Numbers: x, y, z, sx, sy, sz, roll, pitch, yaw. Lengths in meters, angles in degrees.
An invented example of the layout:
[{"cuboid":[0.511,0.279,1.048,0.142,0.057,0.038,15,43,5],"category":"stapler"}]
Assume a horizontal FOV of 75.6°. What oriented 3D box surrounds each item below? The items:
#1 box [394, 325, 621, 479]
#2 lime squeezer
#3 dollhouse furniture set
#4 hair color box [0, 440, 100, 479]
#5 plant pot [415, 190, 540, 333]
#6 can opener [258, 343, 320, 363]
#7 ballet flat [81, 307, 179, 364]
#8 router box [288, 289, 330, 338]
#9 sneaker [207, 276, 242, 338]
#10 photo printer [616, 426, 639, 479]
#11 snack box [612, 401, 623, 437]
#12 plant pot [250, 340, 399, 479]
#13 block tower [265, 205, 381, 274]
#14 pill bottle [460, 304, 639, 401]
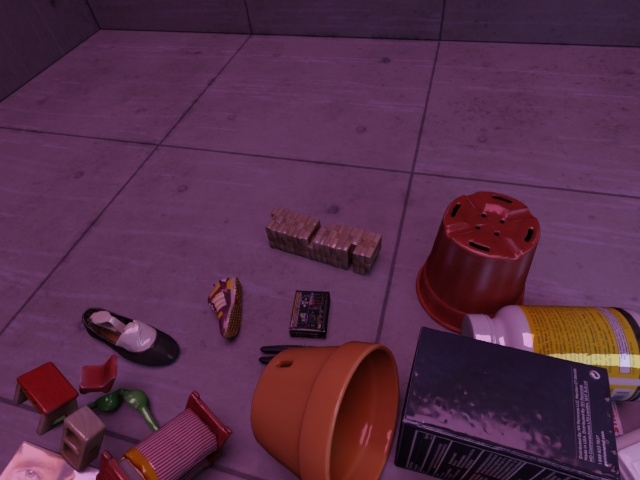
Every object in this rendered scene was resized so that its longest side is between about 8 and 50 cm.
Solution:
[{"cuboid":[0.297,0.323,0.736,0.293,0.296,0.183,10,52,15],"category":"box"},{"cuboid":[-0.461,0.392,0.938,0.310,0.059,0.110,5,80,9],"category":"lime squeezer"},{"cuboid":[-0.387,0.339,0.803,0.374,0.152,0.201,37,32,17],"category":"dollhouse furniture set"},{"cuboid":[-0.540,0.562,0.721,0.185,0.110,0.339,22,51,-2],"category":"hair color box"},{"cuboid":[0.379,0.044,0.988,0.272,0.265,0.272,-3,49,4],"category":"plant pot"},{"cuboid":[-0.060,0.272,0.982,0.186,0.073,0.059,1,56,20],"category":"can opener"},{"cuboid":[-0.490,0.236,1.035,0.280,0.096,0.095,13,52,17],"category":"ballet flat"},{"cuboid":[-0.026,0.188,1.060,0.092,0.038,0.123,2,49,8],"category":"router box"},{"cuboid":[-0.255,0.180,1.083,0.083,0.070,0.186,-12,42,8],"category":"sneaker"},{"cuboid":[0.677,0.431,0.705,0.307,0.107,0.256,-18,62,-8],"category":"photo printer"},{"cuboid":[0.568,0.401,0.818,0.064,0.022,0.178,6,51,9],"category":"snack box"},{"cuboid":[0.006,0.329,0.800,0.203,0.291,0.291,4,48,33],"category":"plant pot"},{"cuboid":[0.000,0.000,1.185,0.335,0.091,0.097,17,53,21],"category":"block tower"},{"cuboid":[0.480,0.230,0.867,0.333,0.188,0.188,1,50,7],"category":"pill bottle"}]
